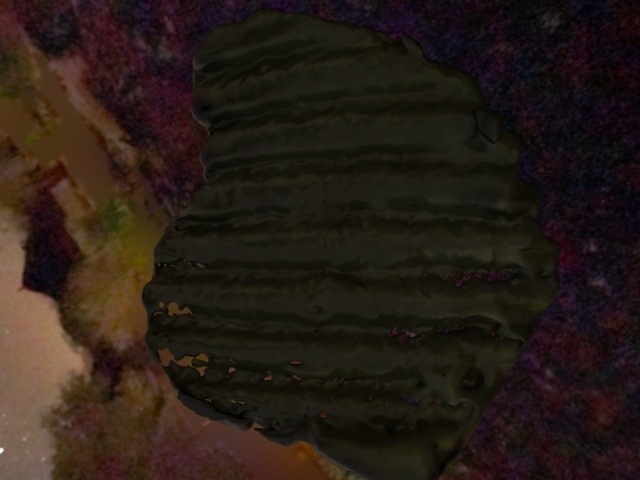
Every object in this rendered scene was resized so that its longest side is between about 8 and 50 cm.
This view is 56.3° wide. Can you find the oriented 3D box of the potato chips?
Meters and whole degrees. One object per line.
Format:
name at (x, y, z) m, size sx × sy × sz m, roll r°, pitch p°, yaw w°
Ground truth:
potato chips at (0.006, 0.004, 0.535) m, size 0.389 × 0.373 × 0.097 m, roll 23°, pitch -168°, yaw 18°
